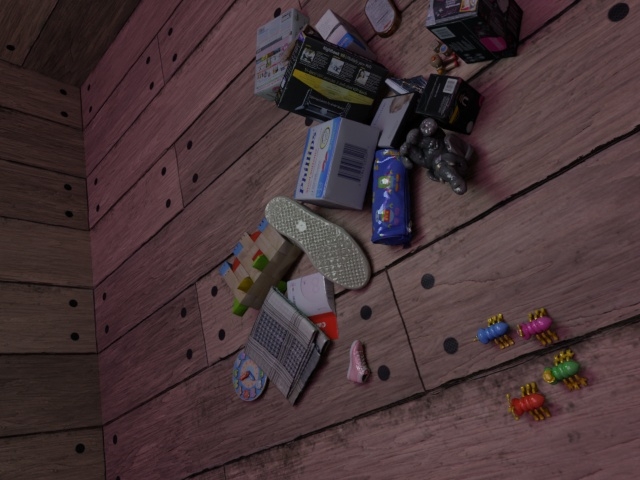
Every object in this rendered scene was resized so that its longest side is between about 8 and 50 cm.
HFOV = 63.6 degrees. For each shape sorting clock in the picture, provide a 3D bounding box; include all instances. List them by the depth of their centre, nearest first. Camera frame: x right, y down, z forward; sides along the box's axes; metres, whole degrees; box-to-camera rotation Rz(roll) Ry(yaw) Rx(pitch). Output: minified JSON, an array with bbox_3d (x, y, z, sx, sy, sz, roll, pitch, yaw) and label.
[{"bbox_3d":[-0.276,0.515,2.003,0.206,0.040,0.206,-10,75,42],"label":"shape sorting clock"}]

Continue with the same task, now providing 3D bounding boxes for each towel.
[{"bbox_3d":[-0.136,0.377,1.848,0.324,0.056,0.312,38,112,33],"label":"towel"}]

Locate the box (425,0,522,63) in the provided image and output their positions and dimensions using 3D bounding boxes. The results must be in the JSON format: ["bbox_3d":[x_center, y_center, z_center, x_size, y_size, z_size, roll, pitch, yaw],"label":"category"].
[{"bbox_3d":[0.427,-0.613,1.427,0.163,0.247,0.142,8,85,44],"label":"box"}]

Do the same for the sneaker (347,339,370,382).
[{"bbox_3d":[0.129,0.388,1.640,0.070,0.051,0.134,9,91,42],"label":"sneaker"}]

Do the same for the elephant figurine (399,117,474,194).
[{"bbox_3d":[0.355,-0.221,1.473,0.239,0.169,0.186,41,75,20],"label":"elephant figurine"}]

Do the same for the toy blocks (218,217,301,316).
[{"bbox_3d":[-0.241,0.071,1.985,0.381,0.190,0.261,-54,41,8],"label":"toy blocks"}]

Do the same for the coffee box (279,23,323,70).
[{"bbox_3d":[-0.026,-0.631,1.854,0.168,0.118,0.297,-45,40,20],"label":"coffee box"}]

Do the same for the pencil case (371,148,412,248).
[{"bbox_3d":[0.224,-0.131,1.607,0.133,0.119,0.306,-6,77,36],"label":"pencil case"}]

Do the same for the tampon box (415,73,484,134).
[{"bbox_3d":[0.376,-0.391,1.489,0.101,0.161,0.121,27,101,42],"label":"tampon box"}]

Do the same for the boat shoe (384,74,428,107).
[{"bbox_3d":[0.287,-0.502,1.673,0.083,0.065,0.183,-48,50,9],"label":"boat shoe"}]

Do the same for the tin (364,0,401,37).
[{"bbox_3d":[0.216,-0.795,1.814,0.106,0.040,0.190,-42,56,35],"label":"tin"}]

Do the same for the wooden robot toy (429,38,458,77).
[{"bbox_3d":[0.370,-0.557,1.586,0.076,0.079,0.173,-24,66,38],"label":"wooden robot toy"}]

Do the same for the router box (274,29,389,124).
[{"bbox_3d":[0.035,-0.512,1.708,0.243,0.308,0.081,-63,26,27],"label":"router box"}]

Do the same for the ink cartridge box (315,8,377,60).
[{"bbox_3d":[0.090,-0.707,1.834,0.086,0.148,0.203,-45,55,27],"label":"ink cartridge box"}]

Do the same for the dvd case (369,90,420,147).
[{"bbox_3d":[0.217,-0.379,1.643,0.180,0.022,0.253,-66,19,3],"label":"dvd case"}]

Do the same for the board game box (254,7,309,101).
[{"bbox_3d":[-0.161,-0.757,2.121,0.224,0.097,0.304,-8,74,43],"label":"board game box"}]

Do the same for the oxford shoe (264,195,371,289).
[{"bbox_3d":[0.000,0.000,1.776,0.449,0.130,0.169,38,96,20],"label":"oxford shoe"}]

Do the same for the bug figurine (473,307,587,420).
[{"bbox_3d":[0.510,0.294,1.281,0.216,0.072,0.279,-39,57,31],"label":"bug figurine"}]

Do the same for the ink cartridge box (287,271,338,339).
[{"bbox_3d":[-0.031,0.239,1.820,0.189,0.066,0.233,-20,65,40],"label":"ink cartridge box"}]

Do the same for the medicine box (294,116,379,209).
[{"bbox_3d":[0.045,-0.246,1.717,0.289,0.149,0.264,-169,92,-68],"label":"medicine box"}]
